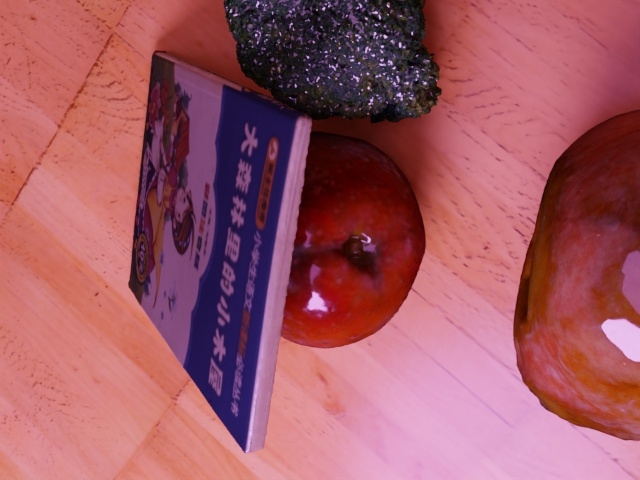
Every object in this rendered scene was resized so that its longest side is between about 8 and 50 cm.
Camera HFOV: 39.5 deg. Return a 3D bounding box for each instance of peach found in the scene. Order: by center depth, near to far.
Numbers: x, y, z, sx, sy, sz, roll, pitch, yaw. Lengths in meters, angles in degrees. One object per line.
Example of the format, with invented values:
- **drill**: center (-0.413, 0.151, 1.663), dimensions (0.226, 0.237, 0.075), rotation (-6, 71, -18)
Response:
- **peach**: center (0.227, 0.036, 0.603), dimensions (0.214, 0.214, 0.236), rotation (32, 117, 11)

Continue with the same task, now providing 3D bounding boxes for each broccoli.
- **broccoli**: center (0.015, -0.163, 0.662), dimensions (0.156, 0.195, 0.195), rotation (-38, 86, -15)

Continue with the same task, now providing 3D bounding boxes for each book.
- **book**: center (-0.094, -0.016, 0.688), dimensions (0.018, 0.322, 0.229), rotation (1, 106, -26)

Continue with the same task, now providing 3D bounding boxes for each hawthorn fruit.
- **hawthorn fruit**: center (0.000, 0.000, 0.693), dimensions (0.172, 0.173, 0.173), rotation (4, 103, 19)
